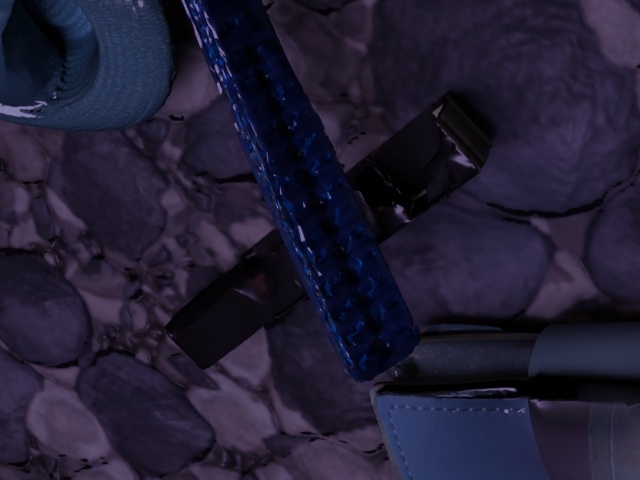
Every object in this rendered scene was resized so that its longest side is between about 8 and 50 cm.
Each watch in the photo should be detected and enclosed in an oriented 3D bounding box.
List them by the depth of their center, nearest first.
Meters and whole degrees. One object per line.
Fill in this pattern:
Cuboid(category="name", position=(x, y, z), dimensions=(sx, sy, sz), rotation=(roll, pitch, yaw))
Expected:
Cuboid(category="watch", position=(0.011, -0.111, 0.935), dimensions=(0.274, 0.068, 0.276), rotation=(43, 125, 3))

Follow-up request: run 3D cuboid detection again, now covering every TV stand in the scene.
Cuboid(category="TV stand", position=(0.000, 0.000, 1.063), dimensions=(0.036, 0.042, 0.249), rotation=(45, 132, -9))

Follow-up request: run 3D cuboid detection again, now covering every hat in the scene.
Cuboid(category="hat", position=(-0.163, -0.125, 1.049), dimensions=(0.191, 0.078, 0.138), rotation=(9, 136, 2))

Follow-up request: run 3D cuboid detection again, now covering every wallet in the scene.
Cuboid(category="wallet", position=(0.162, 0.123, 1.035), dimensions=(0.250, 0.075, 0.176), rotation=(-1, 124, 29))
